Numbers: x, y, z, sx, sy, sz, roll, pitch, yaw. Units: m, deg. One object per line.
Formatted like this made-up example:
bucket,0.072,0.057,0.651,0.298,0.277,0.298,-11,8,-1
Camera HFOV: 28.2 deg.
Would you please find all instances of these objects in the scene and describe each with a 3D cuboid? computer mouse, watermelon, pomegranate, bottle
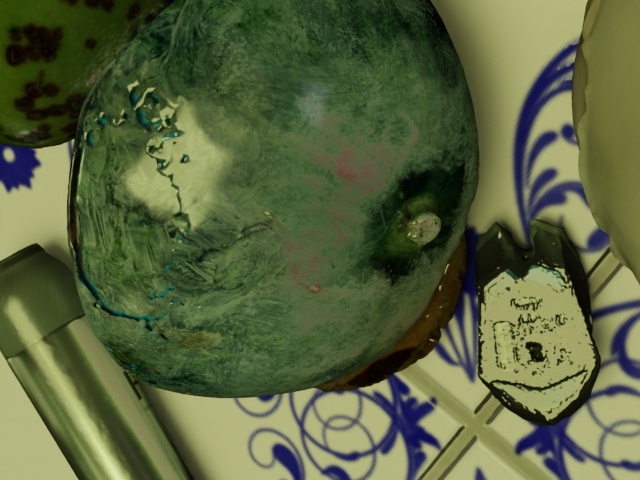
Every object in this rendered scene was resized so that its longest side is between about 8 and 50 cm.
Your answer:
computer mouse,0.139,0.052,0.823,0.079,0.047,0.135,-10,90,18
watermelon,-0.023,-0.011,0.754,0.175,0.188,0.322,19,120,27
pomegranate,-0.183,-0.170,0.816,0.254,0.254,0.270,14,141,24
bottle,-0.183,0.125,1.004,0.253,0.079,0.096,59,160,-2

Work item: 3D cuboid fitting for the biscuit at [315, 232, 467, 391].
biscuit,0.000,0.000,0.881,0.226,0.042,0.226,10,111,27

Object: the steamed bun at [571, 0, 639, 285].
steamed bun,0.282,-0.079,0.552,0.309,0.309,0.309,9,110,25
